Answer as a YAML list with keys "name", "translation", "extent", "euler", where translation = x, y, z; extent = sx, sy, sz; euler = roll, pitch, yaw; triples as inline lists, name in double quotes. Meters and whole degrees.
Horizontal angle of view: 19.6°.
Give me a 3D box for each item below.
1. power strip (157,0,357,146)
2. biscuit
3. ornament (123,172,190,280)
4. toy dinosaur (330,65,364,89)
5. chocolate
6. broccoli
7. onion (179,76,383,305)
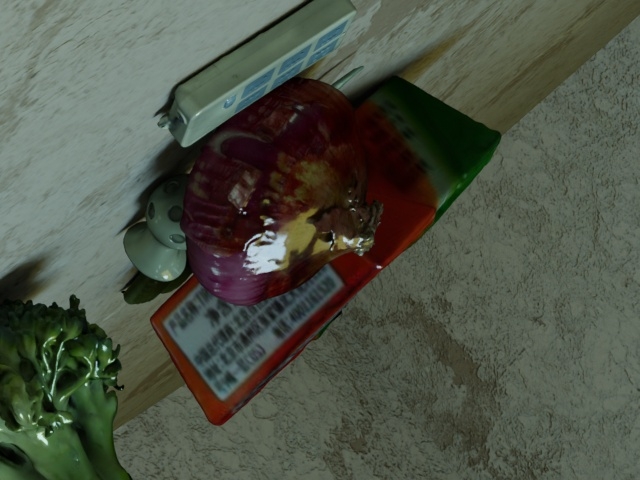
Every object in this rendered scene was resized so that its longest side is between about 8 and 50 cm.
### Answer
- name: "power strip"
  translation: [-0.051, -0.146, 1.546]
  extent: [0.192, 0.035, 0.081]
  euler: [-36, 175, -20]
- name: "biscuit"
  translation: [-0.139, -0.007, 2.165]
  extent: [0.099, 0.038, 0.322]
  euler: [-29, 171, -37]
- name: "ornament"
  translation: [-0.145, -0.018, 1.846]
  extent: [0.081, 0.075, 0.156]
  euler: [-40, 175, -28]
- name: "toy dinosaur"
  translation: [-0.039, -0.114, 1.903]
  extent: [0.187, 0.044, 0.106]
  euler: [-48, -169, -15]
- name: "chocolate"
  translation: [0.000, 0.000, 2.161]
  extent: [0.360, 0.161, 0.341]
  euler: [-46, 179, 39]
- name: "broccoli"
  translation: [-0.287, 0.196, 1.786]
  extent: [0.248, 0.245, 0.288]
  euler: [-32, 154, -11]
- name: "onion"
  translation: [-0.024, -0.034, 1.738]
  extent: [0.230, 0.163, 0.230]
  euler: [-47, 159, -24]
